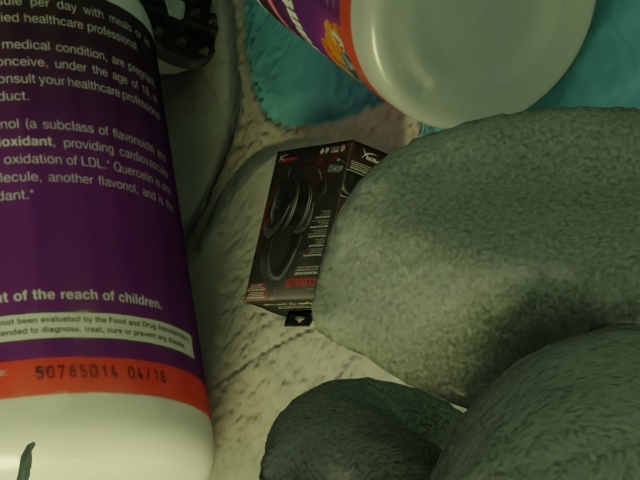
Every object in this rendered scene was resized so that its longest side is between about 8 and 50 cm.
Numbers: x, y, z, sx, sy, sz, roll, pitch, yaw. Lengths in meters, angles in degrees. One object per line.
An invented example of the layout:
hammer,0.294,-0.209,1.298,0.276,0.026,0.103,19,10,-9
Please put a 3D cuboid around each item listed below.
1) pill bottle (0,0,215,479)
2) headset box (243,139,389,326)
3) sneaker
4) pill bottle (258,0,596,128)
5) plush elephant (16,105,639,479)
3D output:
pill bottle,-0.160,-0.017,0.907,0.181,0.181,0.323,-31,61,45
headset box,0.000,0.000,0.847,0.062,0.032,0.083,-4,69,55
sneaker,-0.118,-0.175,1.073,0.106,0.078,0.234,-35,48,39
pill bottle,0.026,-0.129,0.805,0.108,0.108,0.193,-63,33,11
plush elephant,0.058,0.119,0.508,0.255,0.330,0.272,-21,47,28
